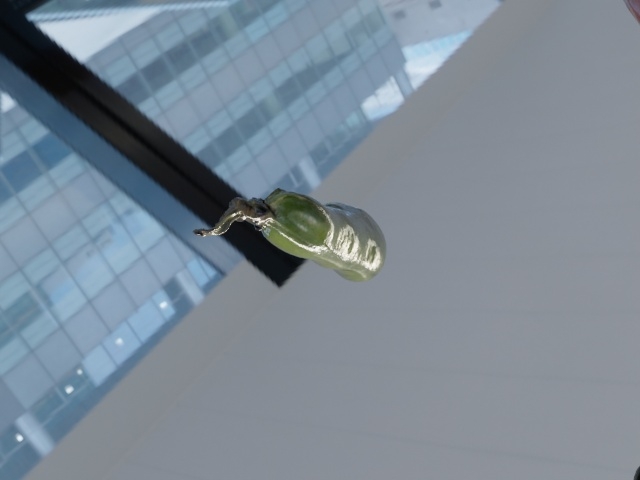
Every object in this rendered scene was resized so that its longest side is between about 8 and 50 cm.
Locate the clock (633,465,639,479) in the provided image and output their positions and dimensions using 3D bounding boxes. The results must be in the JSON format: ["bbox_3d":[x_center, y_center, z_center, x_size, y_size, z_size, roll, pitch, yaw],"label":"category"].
[{"bbox_3d":[0.446,0.293,1.026,0.184,0.040,0.184,-6,-160,2],"label":"clock"}]

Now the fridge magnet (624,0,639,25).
[{"bbox_3d":[0.270,-0.239,0.466,0.155,0.363,0.363,-13,-164,-23],"label":"fridge magnet"}]

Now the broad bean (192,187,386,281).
[{"bbox_3d":[0.006,-0.006,0.779,0.075,0.067,0.325,18,179,20],"label":"broad bean"}]
